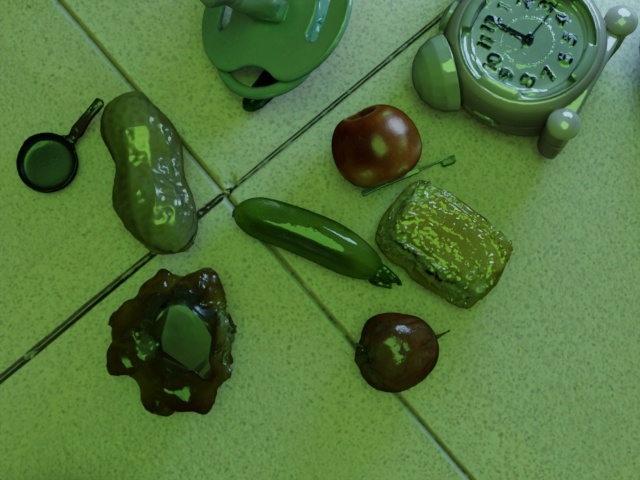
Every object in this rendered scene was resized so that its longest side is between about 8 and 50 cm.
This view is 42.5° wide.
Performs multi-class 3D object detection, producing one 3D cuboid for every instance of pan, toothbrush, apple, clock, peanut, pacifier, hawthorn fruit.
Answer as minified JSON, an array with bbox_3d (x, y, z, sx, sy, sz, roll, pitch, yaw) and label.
[{"bbox_3d":[-0.474,-0.181,1.531,0.115,0.040,0.212,42,90,3],"label":"pan"},{"bbox_3d":[0.169,-0.124,1.572,0.195,0.014,0.017,-20,85,-5],"label":"toothbrush"},{"bbox_3d":[0.099,-0.174,1.504,0.164,0.163,0.139,-23,96,-5],"label":"apple"},{"bbox_3d":[0.369,-0.354,1.533,0.326,0.184,0.342,29,77,5],"label":"clock"},{"bbox_3d":[-0.311,-0.122,1.489,0.149,0.149,0.313,-13,84,-4],"label":"peanut"},{"bbox_3d":[-0.121,-0.406,1.449,0.344,0.269,0.288,15,89,39],"label":"pacifier"},{"bbox_3d":[0.153,0.194,1.467,0.189,0.149,0.149,-13,84,0],"label":"hawthorn fruit"}]

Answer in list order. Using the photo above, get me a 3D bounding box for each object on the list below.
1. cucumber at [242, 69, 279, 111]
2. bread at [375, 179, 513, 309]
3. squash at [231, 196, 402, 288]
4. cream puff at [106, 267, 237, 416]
[{"bbox_3d":[-0.051,-0.348,1.569,0.056,0.056,0.284,43,78,3],"label":"cucumber"},{"bbox_3d":[0.228,0.004,1.506,0.246,0.121,0.174,35,74,6],"label":"bread"},{"bbox_3d":[0.000,0.000,1.510,0.341,0.094,0.094,24,83,1],"label":"squash"},{"bbox_3d":[-0.253,0.168,1.445,0.241,0.155,0.268,31,85,2],"label":"cream puff"}]
